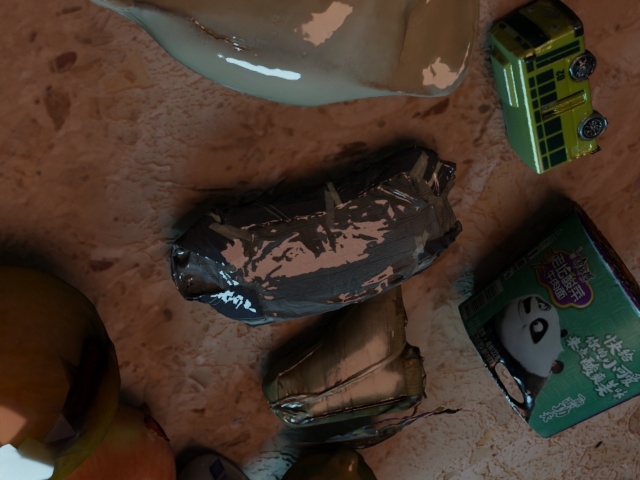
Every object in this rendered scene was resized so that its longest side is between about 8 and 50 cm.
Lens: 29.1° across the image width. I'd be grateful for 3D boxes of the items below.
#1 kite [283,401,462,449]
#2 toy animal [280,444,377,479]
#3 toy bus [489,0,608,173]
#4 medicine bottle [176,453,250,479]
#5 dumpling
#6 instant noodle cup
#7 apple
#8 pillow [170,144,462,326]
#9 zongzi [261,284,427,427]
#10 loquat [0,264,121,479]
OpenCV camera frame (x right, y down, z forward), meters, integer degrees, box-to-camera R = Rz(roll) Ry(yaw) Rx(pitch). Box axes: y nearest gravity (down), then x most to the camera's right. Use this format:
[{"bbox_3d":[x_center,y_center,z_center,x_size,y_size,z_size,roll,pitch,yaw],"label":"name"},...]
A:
[{"bbox_3d":[0.069,0.232,1.508,0.141,0.015,0.245,4,157,-38],"label":"kite"},{"bbox_3d":[0.000,0.380,1.575,0.169,0.195,0.281,-44,155,-52],"label":"toy animal"},{"bbox_3d":[0.246,-0.169,1.352,0.101,0.088,0.175,-23,129,-5],"label":"toy bus"},{"bbox_3d":[-0.174,0.377,1.510,0.215,0.135,0.135,-45,128,9],"label":"medicine bottle"},{"bbox_3d":[-0.035,-0.285,1.117,0.395,0.233,0.316,10,86,-13],"label":"dumpling"},{"bbox_3d":[0.295,0.106,1.475,0.190,0.251,0.251,-35,129,14],"label":"instant noodle cup"},{"bbox_3d":[-0.257,0.280,1.391,0.209,0.164,0.209,-13,128,-17],"label":"apple"},{"bbox_3d":[0.000,0.000,1.357,0.335,0.092,0.161,-17,118,-10],"label":"pillow"},{"bbox_3d":[0.020,0.119,1.456,0.194,0.099,0.197,-12,107,-8],"label":"zongzi"},{"bbox_3d":[-0.315,0.138,1.229,0.235,0.235,0.235,-11,126,-16],"label":"loquat"}]
